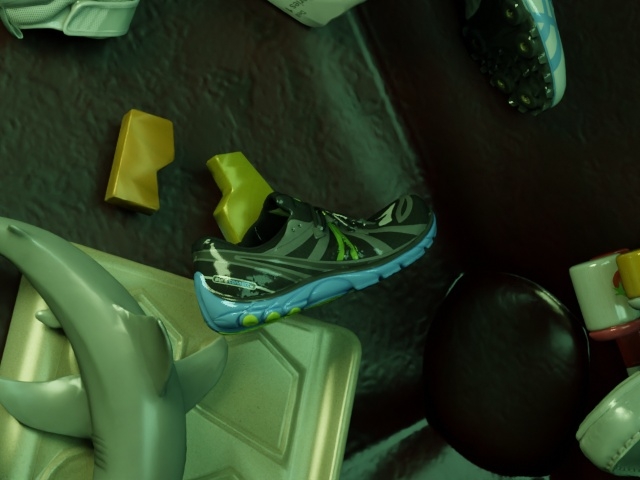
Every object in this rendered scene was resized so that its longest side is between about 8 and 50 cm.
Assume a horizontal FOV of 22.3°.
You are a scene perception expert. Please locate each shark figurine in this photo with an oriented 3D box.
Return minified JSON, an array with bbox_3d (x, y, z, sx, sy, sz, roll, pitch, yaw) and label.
[{"bbox_3d":[-0.137,0.047,0.935,0.166,0.116,0.278,-43,100,-28],"label":"shark figurine"}]

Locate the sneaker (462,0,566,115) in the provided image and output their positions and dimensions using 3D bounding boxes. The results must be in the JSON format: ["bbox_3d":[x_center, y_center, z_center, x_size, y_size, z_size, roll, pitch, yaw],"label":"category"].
[{"bbox_3d":[0.138,-0.210,1.191,0.086,0.085,0.237,-19,92,-29],"label":"sneaker"}]

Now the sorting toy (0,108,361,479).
[{"bbox_3d":[-0.089,0.084,1.034,0.229,0.041,0.307,17,72,-21],"label":"sorting toy"}]

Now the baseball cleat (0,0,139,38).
[{"bbox_3d":[-0.121,-0.199,1.039,0.206,0.072,0.109,-29,125,-13],"label":"baseball cleat"}]

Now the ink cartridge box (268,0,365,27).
[{"bbox_3d":[0.030,-0.274,1.098,0.092,0.160,0.219,29,67,-20],"label":"ink cartridge box"}]

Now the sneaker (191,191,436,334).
[{"bbox_3d":[0.000,0.000,1.030,0.188,0.067,0.078,-19,88,-35],"label":"sneaker"}]

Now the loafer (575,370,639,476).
[{"bbox_3d":[0.324,0.136,1.189,0.319,0.112,0.111,-5,53,-35],"label":"loafer"}]

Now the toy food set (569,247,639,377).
[{"bbox_3d":[0.261,0.049,1.182,0.232,0.111,0.104,-13,87,-62],"label":"toy food set"}]
